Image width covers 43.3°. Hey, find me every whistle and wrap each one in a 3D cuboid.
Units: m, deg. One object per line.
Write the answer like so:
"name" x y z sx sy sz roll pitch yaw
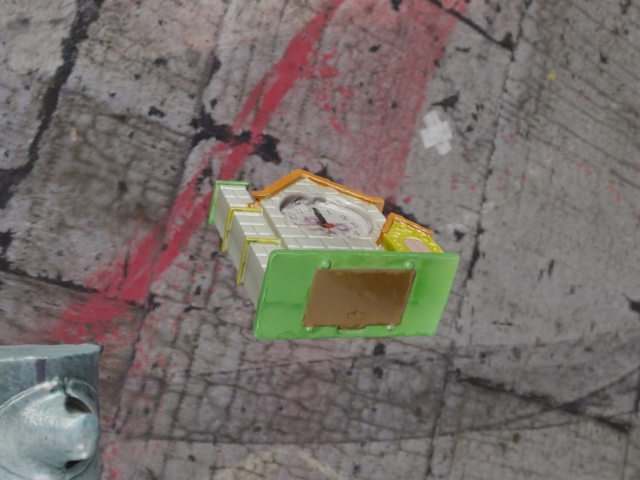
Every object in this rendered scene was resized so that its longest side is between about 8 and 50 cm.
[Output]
"whistle" -0.376 0.214 1.033 0.188 0.405 0.168 0 88 -16

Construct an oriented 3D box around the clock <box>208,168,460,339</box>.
"clock" 0.000 0.000 0.957 0.220 0.255 0.106 1 119 -24
